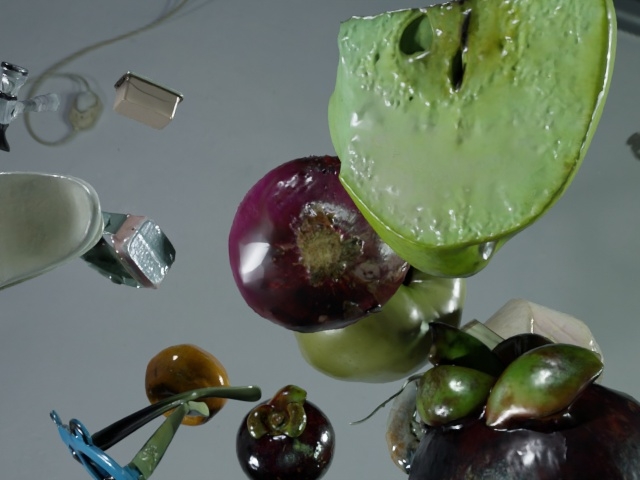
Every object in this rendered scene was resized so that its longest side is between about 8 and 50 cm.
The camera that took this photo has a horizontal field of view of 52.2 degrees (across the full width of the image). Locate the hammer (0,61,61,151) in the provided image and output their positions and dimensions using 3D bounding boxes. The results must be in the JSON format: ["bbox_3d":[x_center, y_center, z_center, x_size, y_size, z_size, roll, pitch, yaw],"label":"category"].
[{"bbox_3d":[-0.564,-0.273,1.285,0.044,0.427,0.152,18,102,-13],"label":"hammer"}]

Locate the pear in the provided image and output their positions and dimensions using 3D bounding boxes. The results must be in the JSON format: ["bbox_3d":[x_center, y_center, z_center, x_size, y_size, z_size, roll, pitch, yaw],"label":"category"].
[{"bbox_3d":[0.158,-0.102,0.686,0.286,0.176,0.282,-3,88,24],"label":"pear"}]

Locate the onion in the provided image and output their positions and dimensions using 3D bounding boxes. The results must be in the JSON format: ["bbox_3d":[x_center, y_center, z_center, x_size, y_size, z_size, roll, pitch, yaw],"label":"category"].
[{"bbox_3d":[0.000,0.000,1.266,0.348,0.385,0.347,0,98,-1],"label":"onion"}]

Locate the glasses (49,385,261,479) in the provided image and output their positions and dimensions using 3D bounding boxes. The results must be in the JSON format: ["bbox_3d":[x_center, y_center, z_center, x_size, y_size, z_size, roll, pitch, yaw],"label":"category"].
[{"bbox_3d":[-0.170,0.219,0.701,0.207,0.239,0.102,-4,82,-27],"label":"glasses"}]

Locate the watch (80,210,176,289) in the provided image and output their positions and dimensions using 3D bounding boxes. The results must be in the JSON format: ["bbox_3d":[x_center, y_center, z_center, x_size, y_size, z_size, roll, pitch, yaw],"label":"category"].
[{"bbox_3d":[-0.576,0.030,1.865,0.241,0.253,0.162,-8,38,29],"label":"watch"}]

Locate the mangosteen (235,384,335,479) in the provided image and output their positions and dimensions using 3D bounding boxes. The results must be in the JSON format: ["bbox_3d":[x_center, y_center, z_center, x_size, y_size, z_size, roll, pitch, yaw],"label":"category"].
[{"bbox_3d":[-0.098,0.544,1.781,0.288,0.288,0.288,2,74,-8],"label":"mangosteen"}]

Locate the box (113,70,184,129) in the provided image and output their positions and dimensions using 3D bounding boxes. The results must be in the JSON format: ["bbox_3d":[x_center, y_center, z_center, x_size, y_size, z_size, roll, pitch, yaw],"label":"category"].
[{"bbox_3d":[-0.339,-0.269,1.273,0.122,0.089,0.062,19,71,-30],"label":"box"}]

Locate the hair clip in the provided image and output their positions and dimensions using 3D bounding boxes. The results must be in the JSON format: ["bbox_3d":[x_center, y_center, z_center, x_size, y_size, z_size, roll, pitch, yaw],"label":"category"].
[{"bbox_3d":[-0.425,-0.011,0.904,0.282,0.113,0.172,-11,84,-1],"label":"hair clip"}]

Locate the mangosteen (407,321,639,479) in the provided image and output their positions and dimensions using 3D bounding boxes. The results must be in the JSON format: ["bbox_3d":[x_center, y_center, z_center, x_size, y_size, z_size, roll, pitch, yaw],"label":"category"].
[{"bbox_3d":[0.225,0.255,0.686,0.311,0.311,0.311,2,74,-8],"label":"mangosteen"}]

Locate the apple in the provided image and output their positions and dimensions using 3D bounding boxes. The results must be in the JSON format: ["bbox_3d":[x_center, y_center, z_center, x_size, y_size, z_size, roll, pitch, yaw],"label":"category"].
[{"bbox_3d":[0.128,0.150,1.675,0.474,0.473,0.473,2,74,-8],"label":"apple"}]

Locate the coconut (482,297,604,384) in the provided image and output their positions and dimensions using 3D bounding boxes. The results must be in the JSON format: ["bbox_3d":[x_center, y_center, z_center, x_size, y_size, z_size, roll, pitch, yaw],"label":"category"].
[{"bbox_3d":[0.481,0.291,1.548,0.329,0.329,0.329,2,74,-8],"label":"coconut"}]

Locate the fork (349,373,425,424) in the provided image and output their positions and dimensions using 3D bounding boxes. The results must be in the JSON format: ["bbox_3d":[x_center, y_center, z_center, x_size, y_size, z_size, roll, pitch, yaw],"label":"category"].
[{"bbox_3d":[0.152,0.350,1.453,0.219,0.034,0.028,-27,76,-21],"label":"fork"}]

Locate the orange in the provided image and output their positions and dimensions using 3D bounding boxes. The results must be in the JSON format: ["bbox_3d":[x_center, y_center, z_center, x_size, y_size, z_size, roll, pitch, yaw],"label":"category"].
[{"bbox_3d":[-0.368,0.400,1.874,0.249,0.249,0.183,28,38,0],"label":"orange"}]

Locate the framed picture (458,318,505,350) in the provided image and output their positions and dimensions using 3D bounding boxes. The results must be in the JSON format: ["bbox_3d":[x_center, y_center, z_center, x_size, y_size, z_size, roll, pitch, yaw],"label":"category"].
[{"bbox_3d":[0.350,0.225,1.313,0.173,0.231,0.010,37,108,22],"label":"framed picture"}]

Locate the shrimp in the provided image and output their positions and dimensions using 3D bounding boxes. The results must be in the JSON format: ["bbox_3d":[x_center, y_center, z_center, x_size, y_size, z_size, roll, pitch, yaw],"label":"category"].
[{"bbox_3d":[0.289,0.397,1.473,0.360,0.085,0.247,-37,59,26],"label":"shrimp"}]
